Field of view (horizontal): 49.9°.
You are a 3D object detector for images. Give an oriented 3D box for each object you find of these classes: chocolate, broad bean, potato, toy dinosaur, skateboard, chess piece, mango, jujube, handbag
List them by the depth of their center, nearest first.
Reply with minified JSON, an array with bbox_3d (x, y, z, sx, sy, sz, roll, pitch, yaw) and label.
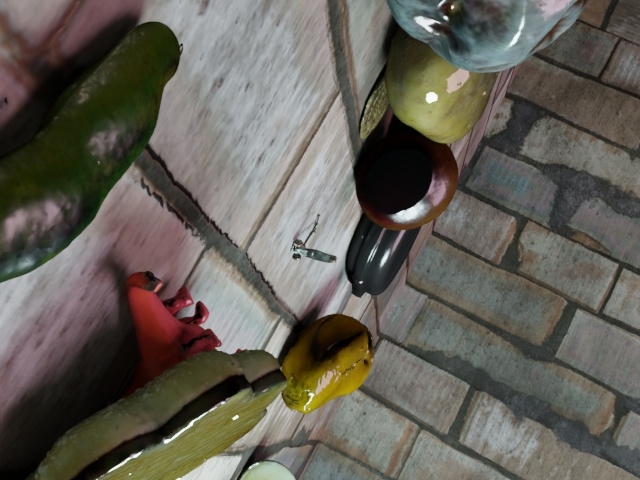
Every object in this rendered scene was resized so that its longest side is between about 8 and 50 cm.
[{"bbox_3d":[-0.149,-0.033,0.286,0.144,0.049,0.292,-68,166,19],"label":"broad bean"},{"bbox_3d":[-0.153,0.108,0.593,0.139,0.070,0.286,-38,162,-7],"label":"toy dinosaur"},{"bbox_3d":[0.198,-0.320,0.722,0.308,0.215,0.247,-59,167,-28],"label":"jujube"},{"bbox_3d":[0.000,0.000,0.961,0.083,0.063,0.032,-65,167,-54],"label":"skateboard"},{"bbox_3d":[0.179,-0.235,0.965,0.296,0.141,0.192,2,100,-76],"label":"potato"},{"bbox_3d":[0.140,-0.096,1.093,0.177,0.176,0.177,-58,167,-22],"label":"chocolate"},{"bbox_3d":[0.010,0.229,1.267,0.151,0.156,0.248,-28,-173,31],"label":"mango"},{"bbox_3d":[0.139,-0.004,1.426,0.254,0.093,0.308,-60,168,-16],"label":"handbag"},{"bbox_3d":[-0.118,0.549,1.500,0.133,0.133,0.243,-59,174,-18],"label":"chess piece"}]

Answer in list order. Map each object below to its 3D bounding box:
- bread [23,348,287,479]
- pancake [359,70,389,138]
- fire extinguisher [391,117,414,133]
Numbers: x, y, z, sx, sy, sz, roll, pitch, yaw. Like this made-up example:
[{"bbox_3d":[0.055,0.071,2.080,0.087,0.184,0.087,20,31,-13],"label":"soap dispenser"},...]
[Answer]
[{"bbox_3d":[-0.130,0.158,0.561,0.207,0.056,0.286,-49,161,27],"label":"bread"},{"bbox_3d":[0.084,-0.198,0.984,0.115,0.011,0.115,-58,167,-22],"label":"pancake"},{"bbox_3d":[0.149,-0.175,1.182,0.089,0.072,0.268,-10,139,-26],"label":"fire extinguisher"}]
